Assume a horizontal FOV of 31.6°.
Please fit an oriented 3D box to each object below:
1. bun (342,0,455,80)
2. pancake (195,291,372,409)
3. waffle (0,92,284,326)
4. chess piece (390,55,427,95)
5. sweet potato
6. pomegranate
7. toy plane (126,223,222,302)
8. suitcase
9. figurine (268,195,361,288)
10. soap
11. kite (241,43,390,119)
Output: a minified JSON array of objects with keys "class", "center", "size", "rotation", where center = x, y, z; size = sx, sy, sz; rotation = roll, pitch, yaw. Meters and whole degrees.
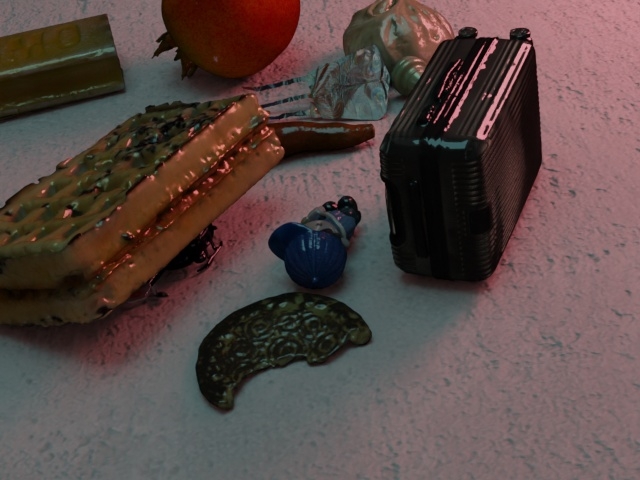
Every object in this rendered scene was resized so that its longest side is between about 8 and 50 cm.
[{"class":"bun","center":[0.120,-0.321,1.731],"size":[0.183,0.102,0.183],"rotation":[-5,36,3]},{"class":"pancake","center":[-0.040,0.116,1.226],"size":[0.191,0.020,0.184],"rotation":[-3,35,12]},{"class":"waffle","center":[-0.240,-0.046,1.367],"size":[0.261,0.114,0.376],"rotation":[-5,29,43]},{"class":"chess piece","center":[0.162,-0.209,1.605],"size":[0.059,0.059,0.149],"rotation":[-25,41,-20]},{"class":"sweet potato","center":[-0.057,-0.137,1.560],"size":[0.265,0.057,0.057],"rotation":[-11,35,-3]},{"class":"pomegranate","center":[-0.152,-0.353,1.768],"size":[0.257,0.221,0.221],"rotation":[-34,27,25]},{"class":"toy plane","center":[-0.181,0.018,1.380],"size":[0.078,0.053,0.197],"rotation":[-1,34,27]},{"class":"suitcase","center":[0.176,-0.108,1.327],"size":[0.128,0.202,0.312],"rotation":[6,38,23]},{"class":"figurine","center":[0.000,0.000,1.340],"size":[0.086,0.087,0.149],"rotation":[-14,16,26]},{"class":"soap","center":[-0.463,-0.278,1.836],"size":[0.274,0.089,0.173],"rotation":[-15,34,-8]},{"class":"kite","center":[-0.010,-0.220,1.662],"size":[0.230,0.016,0.127],"rotation":[-6,62,12]}]
